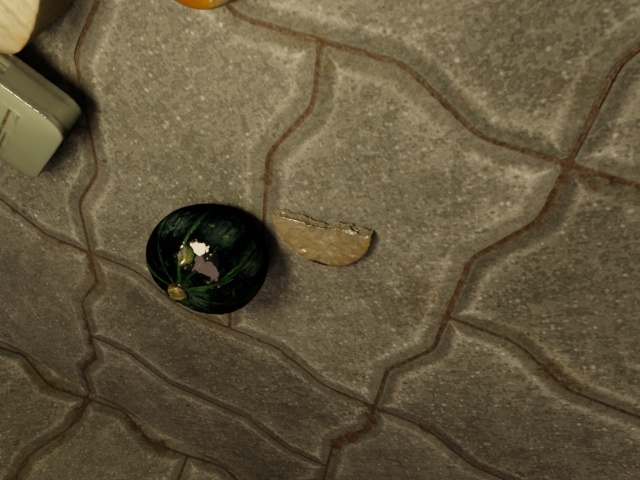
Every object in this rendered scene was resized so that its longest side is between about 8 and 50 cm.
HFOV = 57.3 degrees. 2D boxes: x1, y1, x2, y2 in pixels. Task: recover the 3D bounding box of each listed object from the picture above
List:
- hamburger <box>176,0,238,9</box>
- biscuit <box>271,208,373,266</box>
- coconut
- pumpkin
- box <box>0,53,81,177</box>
[{"bbox_3d":[-0.210,-0.490,0.968,0.237,0.147,0.237,22,155,11],"label":"hamburger"},{"bbox_3d":[0.003,0.003,1.385,0.250,0.032,0.133,13,133,18],"label":"biscuit"},{"bbox_3d":[-0.632,-0.503,1.113,0.328,0.329,0.329,15,134,16],"label":"coconut"},{"bbox_3d":[-0.285,0.055,1.444,0.315,0.238,0.315,17,139,15],"label":"pumpkin"},{"bbox_3d":[-0.790,-0.341,1.377,0.396,0.111,0.396,39,149,-23],"label":"box"}]
